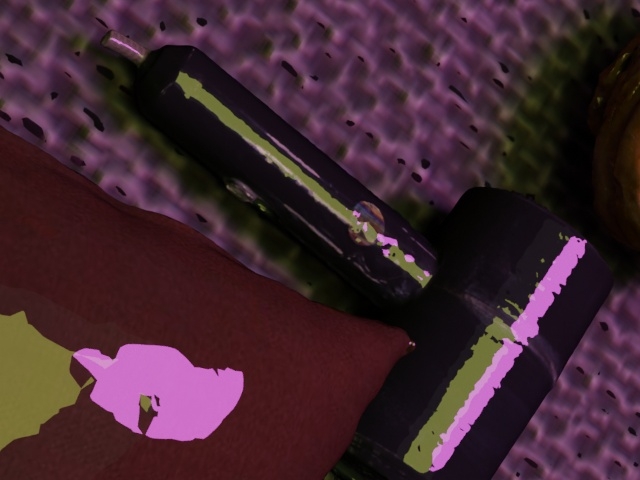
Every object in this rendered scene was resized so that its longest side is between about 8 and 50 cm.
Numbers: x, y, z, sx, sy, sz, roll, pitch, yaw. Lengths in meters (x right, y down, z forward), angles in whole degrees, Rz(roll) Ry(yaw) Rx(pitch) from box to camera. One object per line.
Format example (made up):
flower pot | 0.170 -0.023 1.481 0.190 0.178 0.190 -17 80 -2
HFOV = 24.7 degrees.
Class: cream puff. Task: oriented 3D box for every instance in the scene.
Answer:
cream puff | 0.170 -0.039 0.607 0.119 0.104 0.133 -6 85 5

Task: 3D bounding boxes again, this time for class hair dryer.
hair dryer | 0.000 0.000 0.547 0.219 0.071 0.124 42 73 -14

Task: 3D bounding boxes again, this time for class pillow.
pillow | -0.157 0.101 0.435 0.308 0.108 0.305 28 83 -22
